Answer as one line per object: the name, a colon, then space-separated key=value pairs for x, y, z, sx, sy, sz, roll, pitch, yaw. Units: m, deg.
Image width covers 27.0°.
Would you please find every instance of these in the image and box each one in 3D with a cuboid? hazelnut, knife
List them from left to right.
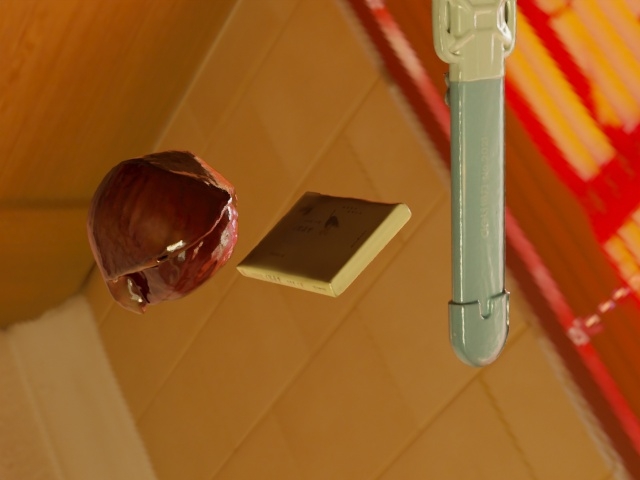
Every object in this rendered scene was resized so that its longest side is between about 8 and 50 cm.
hazelnut: x=-0.160 y=-0.011 z=1.429 sx=0.160 sy=0.170 sz=0.201 roll=64 pitch=-175 yaw=24
knife: x=0.036 y=-0.016 z=0.313 sx=0.027 sy=0.096 sz=0.010 roll=-12 pitch=-164 yaw=-39

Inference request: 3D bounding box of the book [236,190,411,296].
book: x=0.000 y=0.000 z=0.870 sx=0.077 sy=0.111 sz=0.014 roll=-47 pitch=-61 yaw=-22
